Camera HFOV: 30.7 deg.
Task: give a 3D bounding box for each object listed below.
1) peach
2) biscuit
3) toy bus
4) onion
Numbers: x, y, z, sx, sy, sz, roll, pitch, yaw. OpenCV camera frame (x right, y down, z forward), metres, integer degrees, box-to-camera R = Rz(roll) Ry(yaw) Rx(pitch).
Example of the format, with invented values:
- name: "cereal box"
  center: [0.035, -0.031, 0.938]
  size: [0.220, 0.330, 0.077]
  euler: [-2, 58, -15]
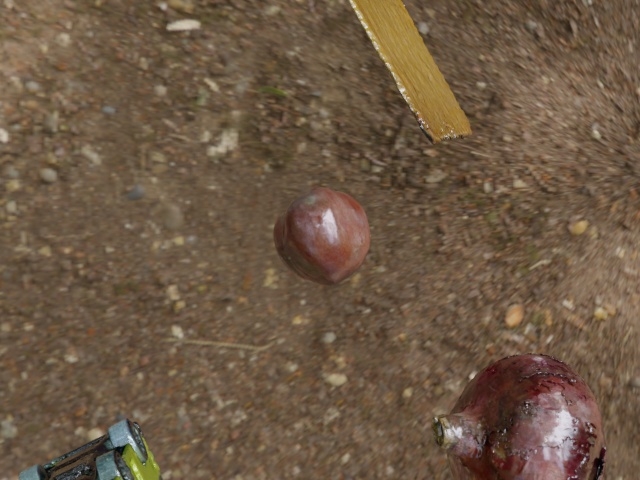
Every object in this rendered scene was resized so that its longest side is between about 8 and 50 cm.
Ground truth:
- name: "peach"
  center: [0.000, 0.000, 1.780]
  size: [0.152, 0.152, 0.152]
  euler: [1, 93, 16]
- name: "biscuit"
  center: [0.099, -0.220, 1.370]
  size: [0.013, 0.232, 0.236]
  euler: [-31, 87, 21]
- name: "toy bus"
  center: [-0.211, 0.276, 1.106]
  size: [0.128, 0.262, 0.150]
  euler: [-26, 96, -2]
- name: "onion"
  center: [0.242, 0.261, 1.491]
  size: [0.219, 0.252, 0.252]
  euler: [11, 97, -16]
